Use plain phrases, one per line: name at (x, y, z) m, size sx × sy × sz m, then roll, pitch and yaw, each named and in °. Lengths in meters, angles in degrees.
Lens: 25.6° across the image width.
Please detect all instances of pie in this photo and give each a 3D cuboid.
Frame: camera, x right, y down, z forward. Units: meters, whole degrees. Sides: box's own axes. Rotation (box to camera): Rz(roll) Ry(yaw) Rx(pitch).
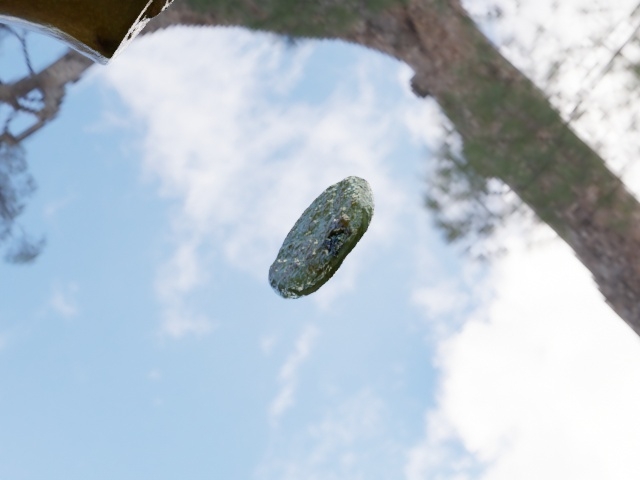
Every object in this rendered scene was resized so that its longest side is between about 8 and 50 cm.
pie at (0.000, 0.000, 0.819) m, size 0.017 × 0.085 × 0.085 m, roll 36°, pitch -78°, yaw -21°

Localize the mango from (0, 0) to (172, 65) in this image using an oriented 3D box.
mango at (-0.241, -0.218, 0.853) m, size 0.359 × 0.187 × 0.144 m, roll 11°, pitch -25°, yaw -25°
